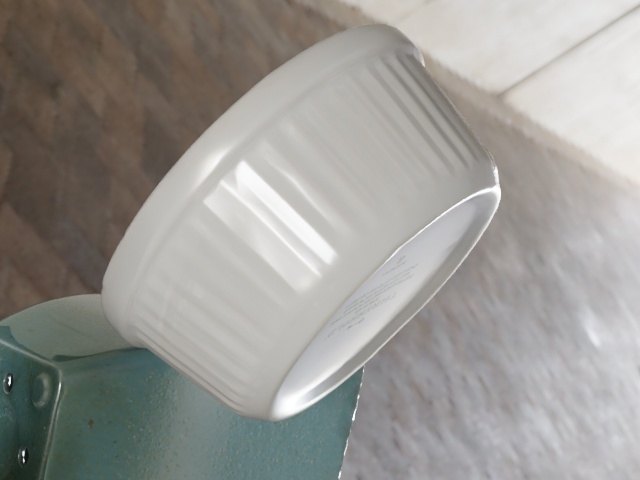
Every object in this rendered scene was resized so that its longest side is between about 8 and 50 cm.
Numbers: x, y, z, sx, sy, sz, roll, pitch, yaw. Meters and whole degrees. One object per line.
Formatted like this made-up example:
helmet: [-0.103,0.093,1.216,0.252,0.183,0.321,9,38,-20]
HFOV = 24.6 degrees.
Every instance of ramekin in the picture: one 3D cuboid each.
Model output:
ramekin: [0.000,0.000,0.957,0.127,0.273,0.273,44,13,14]

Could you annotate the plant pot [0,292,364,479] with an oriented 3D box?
plant pot: [-0.158,0.171,1.194,0.252,0.247,0.248,10,3,-40]
